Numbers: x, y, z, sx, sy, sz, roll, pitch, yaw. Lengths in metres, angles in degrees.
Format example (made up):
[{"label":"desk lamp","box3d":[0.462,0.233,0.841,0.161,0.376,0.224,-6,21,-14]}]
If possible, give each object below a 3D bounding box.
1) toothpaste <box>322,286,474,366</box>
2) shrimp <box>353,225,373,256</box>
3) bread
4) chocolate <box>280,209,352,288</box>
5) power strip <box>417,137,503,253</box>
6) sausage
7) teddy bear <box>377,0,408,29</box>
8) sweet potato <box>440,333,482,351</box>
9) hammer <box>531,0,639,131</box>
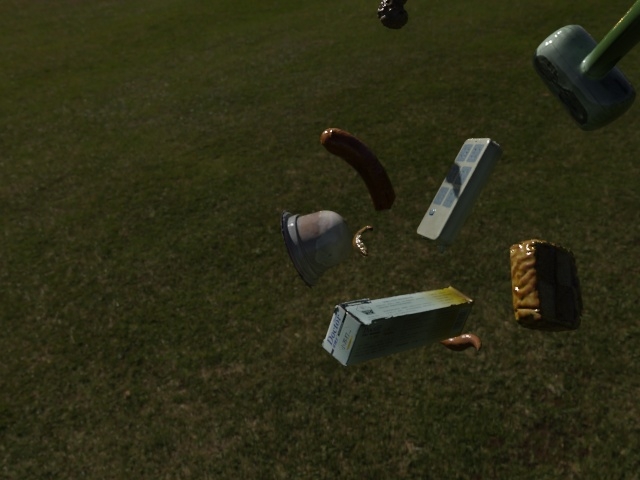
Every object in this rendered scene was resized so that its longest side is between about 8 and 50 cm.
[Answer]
[{"label":"toothpaste","box3d":[0.144,0.142,1.006,0.313,0.089,0.071,-3,29,-44]},{"label":"shrimp","box3d":[0.129,-0.001,1.687,0.023,0.083,0.114,28,21,-28]},{"label":"bread","box3d":[0.553,0.112,1.444,0.181,0.222,0.096,9,-17,-31]},{"label":"chocolate","box3d":[0.005,0.000,1.443,0.147,0.221,0.221,-19,30,8]},{"label":"power strip","box3d":[0.300,-0.105,1.278,0.046,0.270,0.118,27,3,-18]},{"label":"sausage","box3d":[0.121,-0.216,1.711,0.103,0.302,0.076,-38,19,8]},{"label":"teddy bear","box3d":[0.197,-0.581,1.225,0.251,0.182,0.129,-37,56,-3]},{"label":"sweet potato","box3d":[0.449,0.332,1.909,0.202,0.058,0.055,-7,42,55]},{"label":"hammer","box3d":[0.513,-0.340,1.023,0.119,0.335,0.206,-32,80,-12]}]
